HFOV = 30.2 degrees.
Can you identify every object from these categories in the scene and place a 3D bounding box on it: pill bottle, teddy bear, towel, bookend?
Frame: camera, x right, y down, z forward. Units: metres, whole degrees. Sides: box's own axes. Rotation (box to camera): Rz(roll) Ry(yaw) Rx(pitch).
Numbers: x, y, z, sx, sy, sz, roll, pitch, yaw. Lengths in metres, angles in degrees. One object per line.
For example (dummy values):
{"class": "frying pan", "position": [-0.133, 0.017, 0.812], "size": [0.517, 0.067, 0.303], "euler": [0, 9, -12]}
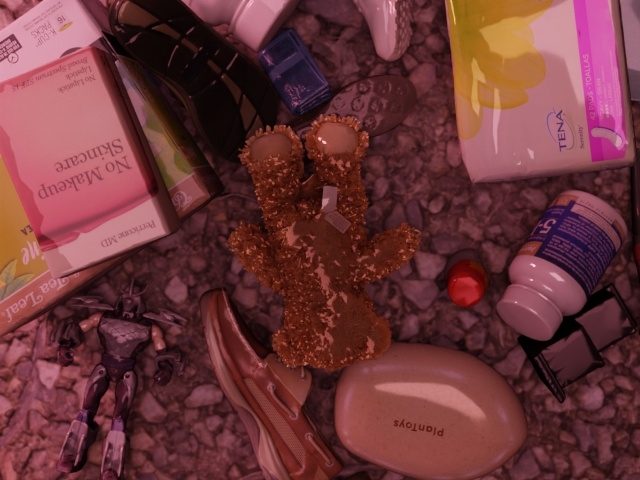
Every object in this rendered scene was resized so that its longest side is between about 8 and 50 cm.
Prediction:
{"class": "pill bottle", "position": [0.315, 0.035, 1.570], "size": [0.112, 0.112, 0.186], "euler": [37, 69, -2]}
{"class": "teddy bear", "position": [0.000, 0.000, 1.578], "size": [0.245, 0.113, 0.338], "euler": [-27, 93, -9]}
{"class": "towel", "position": [-0.037, -0.229, 1.606], "size": [0.067, 0.029, 0.119], "euler": [-32, 66, 5]}
{"class": "pill bottle", "position": [-0.157, -0.384, 1.555], "size": [0.283, 0.160, 0.160], "euler": [37, 95, -1]}
{"class": "bookend", "position": [0.357, 0.134, 1.587], "size": [0.157, 0.156, 0.072], "euler": [-31, 93, 3]}

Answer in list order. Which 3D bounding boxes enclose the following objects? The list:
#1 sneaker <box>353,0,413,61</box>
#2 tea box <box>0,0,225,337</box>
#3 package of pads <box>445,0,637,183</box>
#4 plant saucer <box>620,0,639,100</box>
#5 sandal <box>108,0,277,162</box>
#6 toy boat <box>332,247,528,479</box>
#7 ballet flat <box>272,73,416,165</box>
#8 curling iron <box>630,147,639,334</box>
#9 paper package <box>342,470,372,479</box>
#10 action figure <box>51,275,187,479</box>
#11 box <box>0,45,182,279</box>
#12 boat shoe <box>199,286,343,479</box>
{"class": "sneaker", "position": [0.069, -0.356, 1.599], "size": [0.095, 0.090, 0.235], "euler": [-5, 91, 15]}
{"class": "tea box", "position": [-0.352, -0.103, 1.553], "size": [0.329, 0.220, 0.323], "euler": [-34, 94, 3]}
{"class": "package of pads", "position": [0.286, -0.230, 1.563], "size": [0.229, 0.101, 0.296], "euler": [-7, 95, 18]}
{"class": "plant saucer", "position": [0.434, -0.286, 1.609], "size": [0.195, 0.037, 0.195], "euler": [0, 94, 2]}
{"class": "sandal", "position": [-0.163, -0.229, 1.567], "size": [0.120, 0.086, 0.303], "euler": [-44, 123, -5]}
{"class": "toy boat", "position": [0.168, 0.171, 1.614], "size": [0.267, 0.148, 0.318], "euler": [16, 102, 5]}
{"class": "ballet flat", "position": [0.015, -0.155, 1.628], "size": [0.250, 0.058, 0.084], "euler": [-29, 97, -1]}
{"class": "curling iron", "position": [0.442, 0.006, 1.597], "size": [0.035, 0.068, 0.274], "euler": [1, 73, -2]}
{"class": "paper package", "position": [-0.010, 0.530, 1.624], "size": [0.325, 0.168, 0.309], "euler": [-28, 94, 4]}
{"class": "action figure", "position": [-0.284, 0.189, 1.639], "size": [0.185, 0.099, 0.285], "euler": [13, 92, 6]}
{"class": "box", "position": [-0.276, -0.089, 1.380], "size": [0.149, 0.127, 0.232], "euler": [-22, 93, 1]}
{"class": "boat shoe", "position": [-0.067, 0.203, 1.629], "size": [0.116, 0.123, 0.324], "euler": [-24, 103, -1]}
